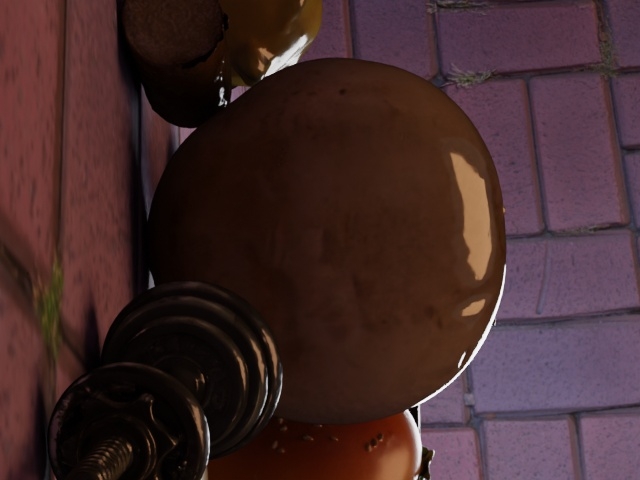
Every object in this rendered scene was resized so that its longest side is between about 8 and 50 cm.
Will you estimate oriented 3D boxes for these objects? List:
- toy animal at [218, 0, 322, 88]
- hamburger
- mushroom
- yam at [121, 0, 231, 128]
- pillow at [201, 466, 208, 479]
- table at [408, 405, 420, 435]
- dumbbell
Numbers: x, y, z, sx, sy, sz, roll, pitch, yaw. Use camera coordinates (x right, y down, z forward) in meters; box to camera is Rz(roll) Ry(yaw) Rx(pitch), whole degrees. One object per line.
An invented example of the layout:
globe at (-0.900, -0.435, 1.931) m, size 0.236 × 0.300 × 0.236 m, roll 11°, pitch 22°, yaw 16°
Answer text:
toy animal at (-0.071, -0.261, 1.183) m, size 0.195 × 0.169 × 0.281 m, roll 29°, pitch 50°, yaw -37°
hamburger at (-0.015, 0.206, 1.103) m, size 0.246 × 0.246 × 0.170 m, roll -93°, pitch 178°, yaw -65°
mushroom at (0.000, 0.000, 0.984) m, size 0.290 × 0.292 × 0.293 m, roll -157°, pitch -116°, yaw -82°
yam at (-0.107, -0.143, 0.905) m, size 0.127 × 0.084 × 0.084 m, roll 100°, pitch -12°, yaw -72°
pillow at (-0.100, 0.212, 0.825) m, size 0.128 × 0.050 × 0.229 m, roll 138°, pitch -50°, yaw -80°
table at (0.000, 0.249, 1.580) m, size 0.282 × 0.250 × 0.196 m, roll -90°, pitch 176°, yaw -75°
dumbbell at (-0.085, 0.088, 0.621) m, size 0.254 × 0.110 × 0.110 m, roll -51°, pitch 138°, yaw -81°
